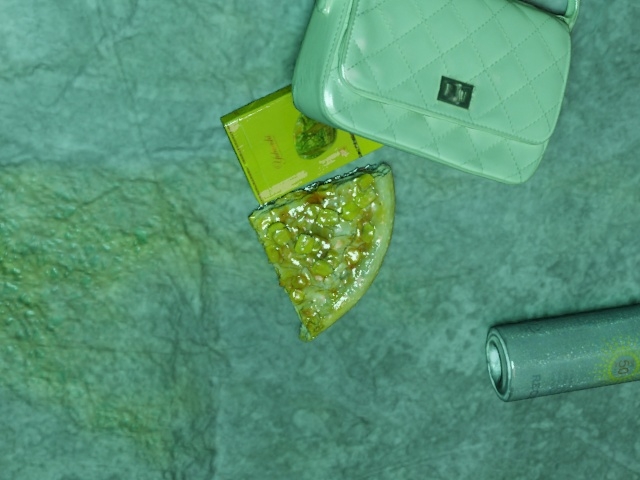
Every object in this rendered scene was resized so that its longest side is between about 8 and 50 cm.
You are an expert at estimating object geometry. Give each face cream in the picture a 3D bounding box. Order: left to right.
[{"bbox_3d":[0.298,0.097,1.682,0.283,0.073,0.073,-8,116,-13],"label":"face cream"}]

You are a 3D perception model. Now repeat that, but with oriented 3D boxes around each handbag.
[{"bbox_3d":[0.110,-0.176,1.489,0.256,0.079,0.219,14,95,-30],"label":"handbag"}]

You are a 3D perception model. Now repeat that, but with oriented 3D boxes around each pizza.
[{"bbox_3d":[0.000,0.000,1.567,0.131,0.041,0.178,32,102,-25],"label":"pizza"}]

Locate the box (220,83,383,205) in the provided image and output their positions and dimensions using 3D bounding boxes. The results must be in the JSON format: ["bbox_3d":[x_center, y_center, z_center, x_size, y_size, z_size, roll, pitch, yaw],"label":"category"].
[{"bbox_3d":[0.000,-0.100,1.532,0.155,0.023,0.087,-26,121,-4],"label":"box"}]
